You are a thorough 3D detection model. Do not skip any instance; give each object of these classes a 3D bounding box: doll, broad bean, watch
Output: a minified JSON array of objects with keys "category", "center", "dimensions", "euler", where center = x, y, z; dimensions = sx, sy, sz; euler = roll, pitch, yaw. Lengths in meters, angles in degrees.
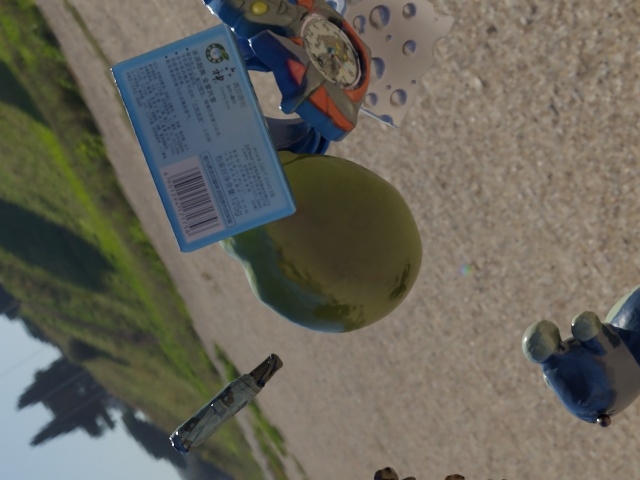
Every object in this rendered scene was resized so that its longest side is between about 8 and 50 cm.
[{"category":"doll","center":[0.424,0.140,1.489],"dimensions":[0.154,0.258,0.228],"euler":[57,-177,38]},{"category":"broad bean","center":[0.000,0.000,1.436],"dimensions":[0.291,0.238,0.119],"euler":[17,160,-19]},{"category":"watch","center":[-0.100,-0.249,1.691],"dimensions":[0.305,0.241,0.274],"euler":[35,135,-20]}]

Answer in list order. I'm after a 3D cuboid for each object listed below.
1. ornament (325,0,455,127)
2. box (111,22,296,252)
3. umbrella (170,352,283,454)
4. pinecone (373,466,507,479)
[{"category":"ornament","center":[0.062,-0.393,2.112],"dimensions":[0.240,0.240,0.239],"euler":[23,-173,-37]},{"category":"box","center":[-0.131,-0.118,1.272],"dimensions":[0.083,0.143,0.232],"euler":[-85,-25,-85]},{"category":"umbrella","center":[-0.169,0.297,2.000],"dimensions":[0.052,0.250,0.053],"euler":[51,164,-5]},{"category":"pinecone","center":[0.164,0.410,1.236],"dimensions":[0.384,0.384,0.384],"euler":[54,170,15]}]
